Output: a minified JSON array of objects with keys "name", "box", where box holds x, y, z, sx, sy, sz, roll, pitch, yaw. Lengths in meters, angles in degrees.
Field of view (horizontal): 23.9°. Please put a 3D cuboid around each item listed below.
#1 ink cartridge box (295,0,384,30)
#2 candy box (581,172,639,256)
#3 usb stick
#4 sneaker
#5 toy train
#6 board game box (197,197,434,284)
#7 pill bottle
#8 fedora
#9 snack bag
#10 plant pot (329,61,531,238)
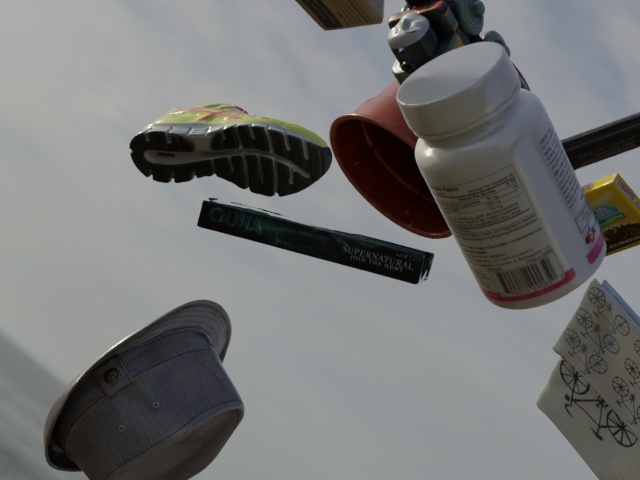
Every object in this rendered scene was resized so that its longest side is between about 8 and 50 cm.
[{"name":"ink cartridge box","box":[0.009,-0.397,1.806,0.088,0.234,0.193,-4,-18,23]},{"name":"candy box","box":[0.352,-0.019,2.034,0.105,0.027,0.206,48,-38,-14]},{"name":"usb stick","box":[0.490,-0.171,2.645,0.077,0.278,0.045,52,25,-49]},{"name":"sneaker","box":[-0.084,-0.105,1.530,0.208,0.094,0.081,8,-55,16]},{"name":"toy train","box":[0.210,-0.234,2.285,0.142,0.190,0.334,-11,-51,32]},{"name":"board game box","box":[0.000,0.000,1.264,0.186,0.026,0.126,15,3,7]},{"name":"pill bottle","box":[0.207,-0.075,1.742,0.160,0.160,0.283,21,-37,60]},{"name":"fedora","box":[-0.188,0.209,1.781,0.124,0.275,0.243,50,-17,27]},{"name":"snack bag","box":[0.458,0.267,2.262,0.323,0.037,0.342,52,-32,24]},{"name":"plant pot","box":[0.201,-0.190,2.540,0.272,0.265,0.272,35,-24,18]}]
